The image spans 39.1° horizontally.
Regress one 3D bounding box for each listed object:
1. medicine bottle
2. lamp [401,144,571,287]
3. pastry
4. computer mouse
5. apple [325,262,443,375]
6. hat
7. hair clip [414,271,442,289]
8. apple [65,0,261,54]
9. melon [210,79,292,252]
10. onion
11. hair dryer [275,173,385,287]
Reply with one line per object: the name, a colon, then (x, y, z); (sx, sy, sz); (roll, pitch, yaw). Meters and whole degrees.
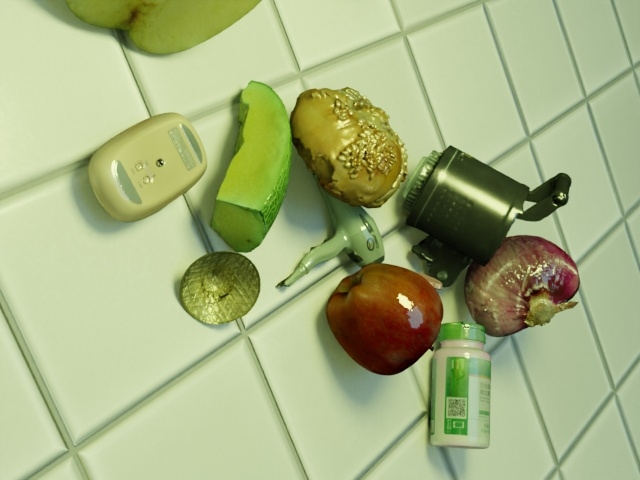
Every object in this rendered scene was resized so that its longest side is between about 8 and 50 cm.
medicine bottle: (0.314, 0.324, 2.020); (0.133, 0.133, 0.274); (17, 69, -43)
lamp: (0.324, -0.090, 1.999); (0.272, 0.374, 0.205); (46, 26, -3)
pastry: (0.069, -0.190, 1.771); (0.255, 0.162, 0.311); (57, 19, 8)
computer mouse: (-0.291, -0.123, 1.517); (0.236, 0.082, 0.145); (-44, 113, -44)
apple: (0.132, 0.154, 1.800); (0.234, 0.234, 0.234); (11, 74, -44)
hat: (-0.183, 0.071, 1.611); (0.146, 0.067, 0.146); (-6, 115, -14)
hair clip: (0.205, 0.090, 1.975); (0.138, 0.123, 0.102); (-37, 137, -38)
apple: (-0.246, -0.475, 1.460); (0.320, 0.360, 0.311); (45, 31, -10)
melon: (-0.114, -0.152, 1.664); (0.124, 0.196, 0.323); (18, 62, -12)
onion: (0.440, 0.061, 2.133); (0.159, 0.267, 0.348); (55, 7, -27)
hair dryer: (0.000, -0.036, 1.820); (0.267, 0.092, 0.229); (-10, 82, -37)
